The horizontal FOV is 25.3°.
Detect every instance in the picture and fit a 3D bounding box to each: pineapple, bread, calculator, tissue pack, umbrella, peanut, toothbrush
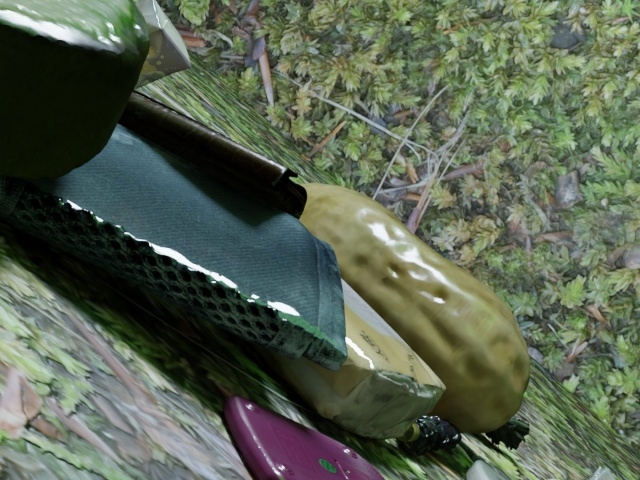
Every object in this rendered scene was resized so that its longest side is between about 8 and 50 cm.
[{"bbox_3d":[0.208,0.216,1.823,0.159,0.074,0.074,42,5,-32],"label":"pineapple"},{"bbox_3d":[-0.305,-0.178,1.003,0.366,0.129,0.382,38,19,26],"label":"bread"},{"bbox_3d":[0.013,0.184,1.069,0.190,0.034,0.126,35,10,-31],"label":"calculator"},{"bbox_3d":[0.001,0.090,1.365,0.222,0.090,0.186,44,9,30],"label":"tissue pack"},{"bbox_3d":[0.110,0.201,1.471,0.040,0.037,0.144,66,17,17],"label":"umbrella"},{"bbox_3d":[0.079,0.067,1.631,0.387,0.169,0.192,42,1,16],"label":"peanut"},{"bbox_3d":[0.192,0.264,1.624,0.193,0.013,0.019,43,13,26],"label":"toothbrush"}]

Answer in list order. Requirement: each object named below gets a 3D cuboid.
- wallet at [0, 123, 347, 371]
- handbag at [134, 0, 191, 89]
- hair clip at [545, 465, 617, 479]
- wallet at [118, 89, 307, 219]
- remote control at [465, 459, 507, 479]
[{"bbox_3d":[-0.139,-0.015,1.168,0.342,0.075,0.237,29,16,-14],"label":"wallet"},{"bbox_3d":[-0.262,-0.233,1.787,0.117,0.173,0.095,55,13,-64],"label":"handbag"},{"bbox_3d":[0.270,0.303,1.439,0.159,0.071,0.218,48,25,5],"label":"hair clip"},{"bbox_3d":[-0.128,-0.094,1.296,0.243,0.039,0.133,25,-8,13],"label":"wallet"},{"bbox_3d":[0.232,0.305,1.513,0.190,0.029,0.087,39,6,-6],"label":"remote control"}]
